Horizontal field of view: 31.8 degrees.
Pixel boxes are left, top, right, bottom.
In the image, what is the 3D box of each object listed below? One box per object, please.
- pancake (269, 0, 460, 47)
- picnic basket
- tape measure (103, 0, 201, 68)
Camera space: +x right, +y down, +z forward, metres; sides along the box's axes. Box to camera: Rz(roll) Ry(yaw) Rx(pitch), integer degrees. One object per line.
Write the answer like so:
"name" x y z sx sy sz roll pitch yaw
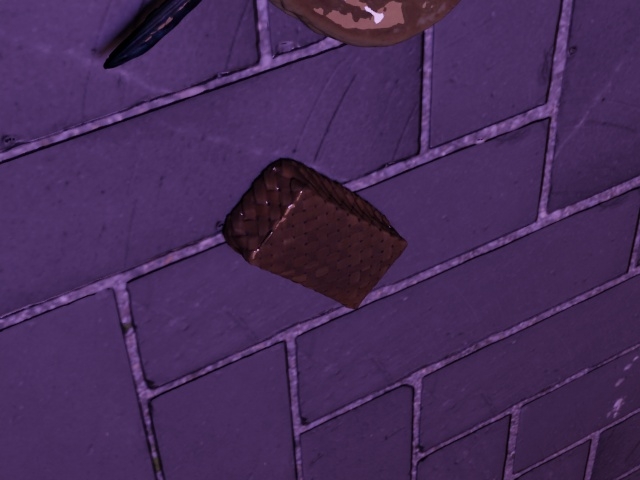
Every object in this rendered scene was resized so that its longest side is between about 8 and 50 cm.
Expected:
"pancake" 0.047 -0.259 0.893 0.242 0.050 0.242 -14 128 -19
"picnic basket" 0.000 0.000 1.085 0.193 0.055 0.110 27 106 -45
"tape measure" -0.052 -0.259 0.750 0.351 0.098 0.215 -31 157 9
